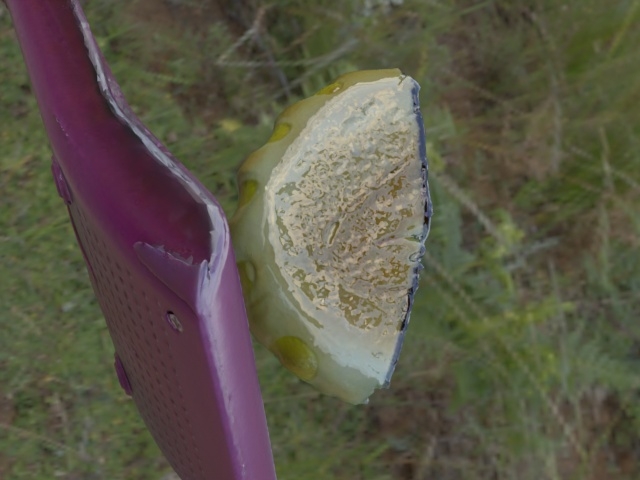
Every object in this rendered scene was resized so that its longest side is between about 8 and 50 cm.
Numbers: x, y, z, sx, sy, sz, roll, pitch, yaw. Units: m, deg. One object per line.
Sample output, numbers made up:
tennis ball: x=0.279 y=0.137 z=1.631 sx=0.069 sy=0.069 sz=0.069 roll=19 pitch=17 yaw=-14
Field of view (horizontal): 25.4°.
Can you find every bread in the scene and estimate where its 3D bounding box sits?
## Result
bread: x=0.000 y=0.000 z=0.663 sx=0.094 sy=0.083 sz=0.157 roll=-4 pitch=80 yaw=-24

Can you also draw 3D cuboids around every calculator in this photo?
calculator: x=-0.060 y=-0.005 z=0.428 sx=0.034 sy=0.190 sz=0.127 roll=-22 pitch=136 yaw=-12
